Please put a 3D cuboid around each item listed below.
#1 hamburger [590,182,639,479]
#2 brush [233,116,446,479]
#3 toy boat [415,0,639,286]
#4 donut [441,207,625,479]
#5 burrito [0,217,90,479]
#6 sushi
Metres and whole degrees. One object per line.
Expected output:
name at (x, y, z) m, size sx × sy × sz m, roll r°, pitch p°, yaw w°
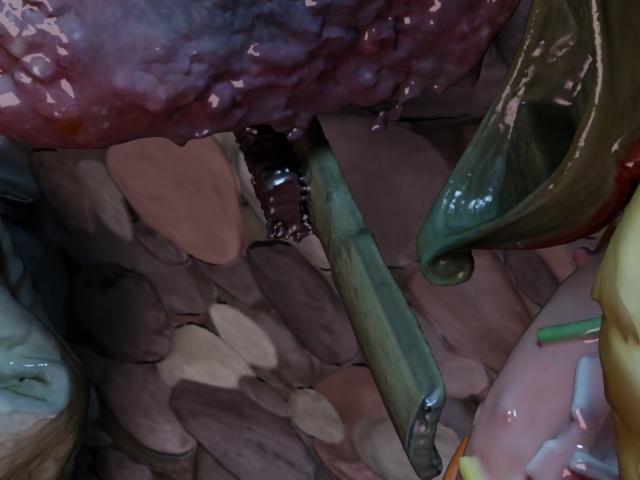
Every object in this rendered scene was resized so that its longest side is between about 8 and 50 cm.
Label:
hamburger at (0.206, 0.030, 0.470) m, size 0.144 × 0.259 × 0.283 m, roll 38°, pitch 157°, yaw 50°
brush at (0.000, 0.000, 0.638) m, size 0.036 × 0.248 × 0.043 m, roll -16°, pitch 129°, yaw -5°
toy boat at (0.093, -0.054, 0.597) m, size 0.071 × 0.089 × 0.185 m, roll 7°, pitch 127°, yaw -16°
donut at (0.128, 0.076, 0.596) m, size 0.085 × 0.233 × 0.199 m, roll 25°, pitch 128°, yaw 40°
burrito at (-0.202, 0.103, 0.944) m, size 0.135 × 0.190 × 0.332 m, roll 5°, pitch 145°, yaw -13°
sushi at (-0.061, -0.097, 0.620) m, size 0.241 × 0.161 × 0.107 m, roll 26°, pitch 138°, yaw 18°
